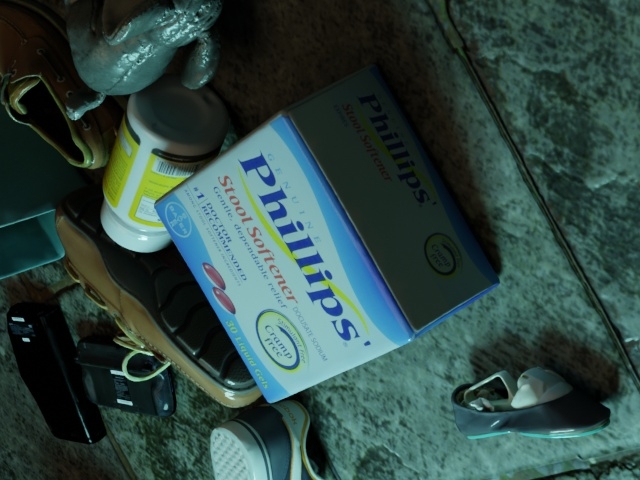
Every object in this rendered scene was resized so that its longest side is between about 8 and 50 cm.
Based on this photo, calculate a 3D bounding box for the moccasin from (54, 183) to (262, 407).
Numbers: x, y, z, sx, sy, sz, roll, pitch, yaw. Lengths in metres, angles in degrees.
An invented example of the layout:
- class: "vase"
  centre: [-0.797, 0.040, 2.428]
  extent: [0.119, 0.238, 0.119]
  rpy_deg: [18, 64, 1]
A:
- class: "moccasin"
  centre: [-0.203, 0.085, 1.949]
  extent: [0.380, 0.139, 0.147]
  rpy_deg: [35, 138, 28]

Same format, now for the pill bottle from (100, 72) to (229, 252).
- class: "pill bottle"
  centre: [-0.190, -0.086, 1.842]
  extent: [0.119, 0.119, 0.208]
  rpy_deg: [47, 140, 17]

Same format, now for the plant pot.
- class: "plant pot"
  centre: [-0.447, -0.088, 2.095]
  extent: [0.234, 0.165, 0.165]
  rpy_deg: [58, 142, 15]

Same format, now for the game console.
- class: "game console"
  centre: [-0.321, 0.199, 2.231]
  extent: [0.361, 0.044, 0.213]
  rpy_deg: [3, 117, 47]

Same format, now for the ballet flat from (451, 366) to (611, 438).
- class: "ballet flat"
  centre: [0.207, 0.167, 1.607]
  extent: [0.203, 0.074, 0.074]
  rpy_deg: [-11, 105, 53]

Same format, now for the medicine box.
- class: "medicine box"
  centre: [0.000, 0.000, 1.663]
  extent: [0.289, 0.149, 0.263]
  rpy_deg: [-31, 90, 53]

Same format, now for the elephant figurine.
- class: "elephant figurine"
  centre: [-0.168, -0.246, 1.673]
  extent: [0.239, 0.169, 0.186]
  rpy_deg: [0, 108, 52]

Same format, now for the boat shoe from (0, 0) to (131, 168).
- class: "boat shoe"
  centre: [-0.349, -0.202, 1.953]
  extent: [0.307, 0.104, 0.110]
  rpy_deg: [38, 137, 26]

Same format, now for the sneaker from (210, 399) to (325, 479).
- class: "sneaker"
  centre: [-0.061, 0.342, 1.962]
  extent: [0.126, 0.127, 0.321]
  rpy_deg: [33, 133, 35]
